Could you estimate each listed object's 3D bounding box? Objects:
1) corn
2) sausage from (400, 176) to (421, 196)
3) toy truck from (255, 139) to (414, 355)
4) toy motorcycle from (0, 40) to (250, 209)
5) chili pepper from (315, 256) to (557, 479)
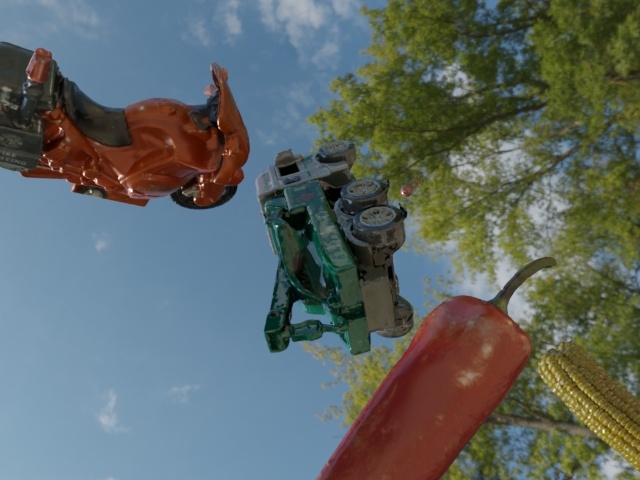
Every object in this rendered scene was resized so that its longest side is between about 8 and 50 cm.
[{"bbox_3d":[0.486,0.288,0.837,0.101,0.291,0.101,-23,-42,-22],"label":"corn"},{"bbox_3d":[0.225,-0.133,1.263,0.223,0.030,0.029,-36,-54,-68],"label":"sausage"},{"bbox_3d":[0.007,-0.003,0.681,0.178,0.363,0.176,-12,-58,-1],"label":"toy truck"},{"bbox_3d":[-0.213,-0.122,0.572,0.326,0.221,0.147,12,-129,-35],"label":"toy motorcycle"},{"bbox_3d":[0.065,0.106,0.324,0.071,0.063,0.272,46,-103,-9],"label":"chili pepper"}]
